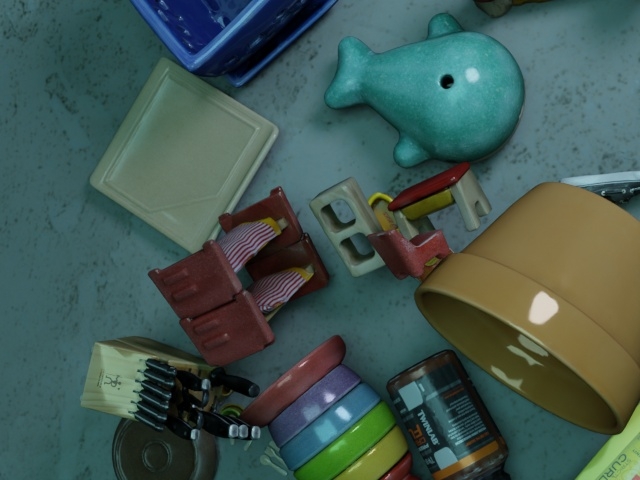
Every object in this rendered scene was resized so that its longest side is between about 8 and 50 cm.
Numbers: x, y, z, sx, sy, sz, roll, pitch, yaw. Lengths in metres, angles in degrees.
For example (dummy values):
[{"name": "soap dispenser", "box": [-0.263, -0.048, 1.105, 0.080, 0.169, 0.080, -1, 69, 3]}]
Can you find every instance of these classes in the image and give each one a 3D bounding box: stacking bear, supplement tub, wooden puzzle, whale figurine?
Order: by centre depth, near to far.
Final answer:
[{"name": "supplement tub", "box": [0.173, 0.247, 1.364, 0.106, 0.106, 0.198, -31, 77, 11]}, {"name": "stacking bear", "box": [0.048, 0.285, 1.372, 0.175, 0.164, 0.289, -39, 83, -6]}, {"name": "whale figurine", "box": [0.132, -0.204, 1.399, 0.272, 0.141, 0.216, 17, 90, 17]}, {"name": "wooden puzzle", "box": [-0.199, -0.121, 1.543, 0.238, 0.044, 0.221, 33, 95, 21]}]

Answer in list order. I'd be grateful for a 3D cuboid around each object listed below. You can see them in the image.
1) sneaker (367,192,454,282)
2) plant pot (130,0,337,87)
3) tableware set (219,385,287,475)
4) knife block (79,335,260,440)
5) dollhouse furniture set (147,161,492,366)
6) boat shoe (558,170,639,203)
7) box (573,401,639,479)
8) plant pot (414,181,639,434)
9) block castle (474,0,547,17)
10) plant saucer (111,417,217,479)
[{"name": "sneaker", "box": [0.122, 0.007, 1.422, 0.175, 0.067, 0.064, 42, 95, 14]}, {"name": "plant pot", "box": [-0.123, -0.363, 1.451, 0.236, 0.212, 0.236, -41, 75, 9]}, {"name": "tableware set", "box": [-0.084, 0.250, 1.481, 0.154, 0.024, 0.104, 33, 94, 17]}, {"name": "knife block", "box": [-0.179, 0.199, 1.402, 0.242, 0.275, 0.088, 13, 88, 6]}, {"name": "dollhouse furniture set", "box": [0.000, 0.000, 1.323, 0.374, 0.201, 0.152, -25, 101, 30]}, {"name": "boat shoe", "box": [0.380, -0.066, 1.367, 0.142, 0.049, 0.040, -4, 89, 22]}, {"name": "box", "box": [0.383, 0.289, 1.323, 0.087, 0.058, 0.232, 41, 97, 18]}, {"name": "plant pot", "box": [0.287, 0.067, 1.273, 0.291, 0.291, 0.203, 33, 79, 16]}, {"name": "block castle", "box": [0.300, -0.533, 1.345, 0.303, 0.213, 0.453, -6, 83, 15]}, {"name": "plant saucer", "box": [-0.230, 0.306, 1.511, 0.168, 0.029, 0.169, -2, 85, 19]}]
